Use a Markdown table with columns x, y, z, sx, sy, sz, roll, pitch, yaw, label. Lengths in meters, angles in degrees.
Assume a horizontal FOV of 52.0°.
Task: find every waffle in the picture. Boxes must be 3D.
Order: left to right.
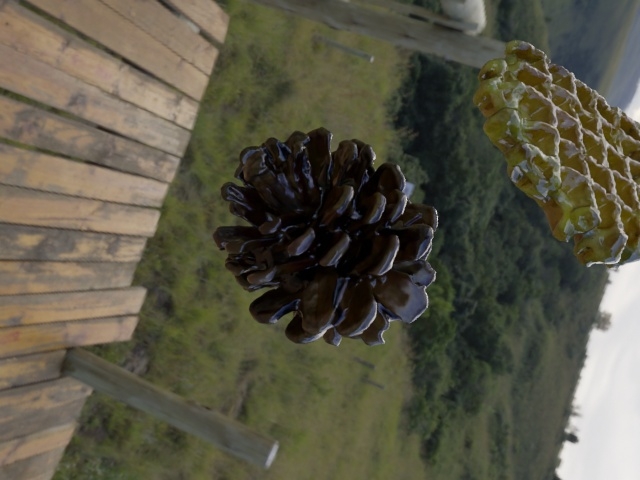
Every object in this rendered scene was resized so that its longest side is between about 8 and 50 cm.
| x | y | z | sx | sy | sz | roll | pitch | yaw | label |
| --- | --- | --- | --- | --- | --- | --- | --- | --- | --- |
| 0.246 | -0.076 | 0.649 | 0.057 | 0.229 | 0.219 | -41 | -147 | 45 | waffle |

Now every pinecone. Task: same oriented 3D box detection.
| x | y | z | sx | sy | sz | roll | pitch | yaw | label |
| --- | --- | --- | --- | --- | --- | --- | --- | --- | --- |
| 0.001 | -0.001 | 0.548 | 0.195 | 0.179 | 0.150 | 56 | 28 | -23 | pinecone |
